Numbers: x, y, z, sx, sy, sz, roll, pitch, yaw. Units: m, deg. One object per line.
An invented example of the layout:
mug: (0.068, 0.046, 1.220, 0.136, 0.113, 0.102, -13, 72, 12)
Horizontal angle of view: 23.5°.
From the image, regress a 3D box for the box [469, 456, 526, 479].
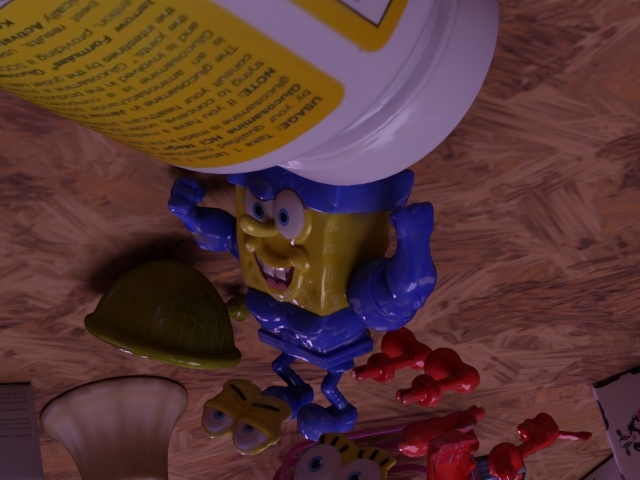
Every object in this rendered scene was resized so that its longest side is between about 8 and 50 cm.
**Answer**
box: (0.173, 0.273, 1.691, 0.094, 0.027, 0.137, -10, 153, -3)

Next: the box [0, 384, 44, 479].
box: (-0.282, 0.174, 1.220, 0.102, 0.087, 0.101, 0, 150, -26)

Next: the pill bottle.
pill bottle: (-0.070, -0.136, 0.608, 0.188, 0.188, 0.334, -28, 150, 26)

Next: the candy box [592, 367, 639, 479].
candy box: (0.380, 0.187, 1.468, 0.196, 0.164, 0.070, -24, 152, 20)

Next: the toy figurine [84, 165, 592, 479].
toy figurine: (0.000, 0.000, 0.981, 0.191, 0.217, 0.362, -11, -159, -36)

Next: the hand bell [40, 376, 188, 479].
hand bell: (-0.151, 0.246, 1.250, 0.126, 0.242, 0.126, -10, 153, -5)

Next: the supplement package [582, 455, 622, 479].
supplement package: (0.362, 0.318, 1.780, 0.105, 0.105, 0.179, -1, 150, -23)

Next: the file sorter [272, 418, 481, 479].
file sorter: (0.045, 0.316, 1.545, 0.202, 0.182, 0.290, -8, 154, -14)
